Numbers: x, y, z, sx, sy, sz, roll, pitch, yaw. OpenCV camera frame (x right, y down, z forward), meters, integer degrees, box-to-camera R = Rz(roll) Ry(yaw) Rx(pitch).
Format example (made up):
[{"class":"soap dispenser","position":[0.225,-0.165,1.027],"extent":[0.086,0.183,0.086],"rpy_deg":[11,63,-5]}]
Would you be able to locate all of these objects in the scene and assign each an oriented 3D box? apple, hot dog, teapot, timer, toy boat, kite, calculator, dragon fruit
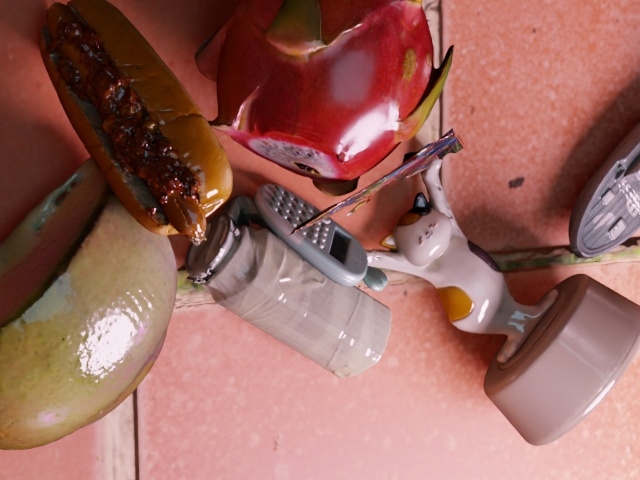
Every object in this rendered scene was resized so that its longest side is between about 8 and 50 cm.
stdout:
[{"class":"apple","position":[-0.214,0.079,1.710],"extent":[0.265,0.120,0.193],"rpy_deg":[-45,120,-12]},{"class":"hot dog","position":[-0.160,-0.106,1.675],"extent":[0.102,0.076,0.249],"rpy_deg":[-33,80,2]},{"class":"teapot","position":[-0.027,0.037,1.823],"extent":[0.200,0.077,0.107],"rpy_deg":[33,54,-27]},{"class":"timer","position":[0.165,0.055,1.903],"extent":[0.266,0.175,0.175],"rpy_deg":[39,78,-7]},{"class":"toy boat","position":[0.342,-0.079,1.989],"extent":[0.260,0.085,0.078],"rpy_deg":[-46,115,-14]},{"class":"kite","position":[0.064,-0.059,1.788],"extent":[0.241,0.183,0.014],"rpy_deg":[-29,84,-34]},{"class":"calculator","position":[0.000,0.000,1.818],"extent":[0.153,0.095,0.021],"rpy_deg":[39,111,-10]},{"class":"dragon fruit","position":[0.005,-0.165,1.742],"extent":[0.224,0.224,0.227],"rpy_deg":[35,71,-26]}]
